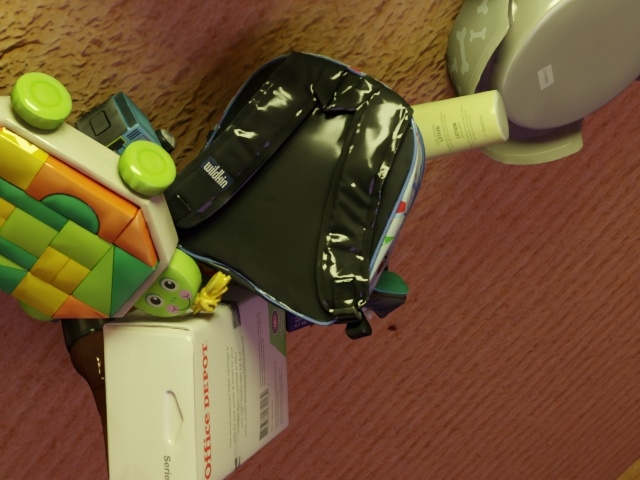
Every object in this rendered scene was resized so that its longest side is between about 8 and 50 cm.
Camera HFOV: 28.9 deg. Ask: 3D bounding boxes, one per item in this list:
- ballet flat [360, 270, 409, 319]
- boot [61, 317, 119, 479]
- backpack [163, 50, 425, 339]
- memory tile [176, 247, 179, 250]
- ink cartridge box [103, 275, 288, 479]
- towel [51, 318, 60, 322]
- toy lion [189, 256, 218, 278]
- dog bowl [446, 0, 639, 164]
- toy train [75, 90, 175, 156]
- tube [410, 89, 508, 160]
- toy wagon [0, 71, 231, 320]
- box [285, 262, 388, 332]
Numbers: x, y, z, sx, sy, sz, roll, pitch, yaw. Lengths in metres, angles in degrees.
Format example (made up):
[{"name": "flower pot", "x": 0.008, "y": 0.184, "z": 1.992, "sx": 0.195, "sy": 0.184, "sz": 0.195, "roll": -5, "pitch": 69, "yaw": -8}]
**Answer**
[{"name": "ballet flat", "x": 0.035, "y": 0.062, "z": 1.551, "sx": 0.074, "sy": 0.074, "sz": 0.203, "roll": -45, "pitch": 147, "yaw": 19}, {"name": "boot", "x": -0.198, "y": 0.228, "z": 1.574, "sx": 0.096, "sy": 0.280, "sz": 0.264, "roll": -32, "pitch": 148, "yaw": 11}, {"name": "backpack", "x": -0.008, "y": -0.064, "z": 1.371, "sx": 0.263, "sy": 0.276, "sz": 0.213, "roll": -62, "pitch": 175, "yaw": 7}, {"name": "memory tile", "x": -0.184, "y": -0.007, "z": 1.530, "sx": 0.113, "sy": 0.012, "sz": 0.148, "roll": 3, "pitch": 134, "yaw": -41}, {"name": "ink cartridge box", "x": -0.138, "y": 0.163, "z": 1.451, "sx": 0.273, "sy": 0.114, "sz": 0.198, "roll": -25, "pitch": 115, "yaw": -68}, {"name": "towel", "x": -0.326, "y": 0.051, "z": 1.474, "sx": 0.067, "sy": 0.029, "sz": 0.119, "roll": -33, "pitch": 146, "yaw": 1}, {"name": "toy lion", "x": -0.141, "y": 0.031, "z": 1.588, "sx": 0.100, "sy": 0.034, "sz": 0.096, "roll": -36, "pitch": 150, "yaw": -3}, {"name": "dog bowl", "x": 0.310, "y": -0.253, "z": 1.534, "sx": 0.348, "sy": 0.102, "sz": 0.349, "roll": -21, "pitch": 145, "yaw": -16}, {"name": "toy train", "x": -0.246, "y": -0.073, "z": 1.340, "sx": 0.184, "sy": 0.080, "sz": 0.105, "roll": -34, "pitch": 138, "yaw": 6}, {"name": "tube", "x": 0.099, "y": -0.121, "z": 1.464, "sx": 0.240, "sy": 0.070, "sz": 0.062, "roll": -10, "pitch": 155, "yaw": 21}, {"name": "toy wagon", "x": -0.249, "y": -0.011, "z": 1.257, "sx": 0.344, "sy": 0.068, "sz": 0.267, "roll": 33, "pitch": 132, "yaw": -16}, {"name": "box", "x": 0.000, "y": 0.000, "z": 1.603, "sx": 0.153, "sy": 0.108, "sz": 0.207, "roll": -22, "pitch": 146, "yaw": -14}]
